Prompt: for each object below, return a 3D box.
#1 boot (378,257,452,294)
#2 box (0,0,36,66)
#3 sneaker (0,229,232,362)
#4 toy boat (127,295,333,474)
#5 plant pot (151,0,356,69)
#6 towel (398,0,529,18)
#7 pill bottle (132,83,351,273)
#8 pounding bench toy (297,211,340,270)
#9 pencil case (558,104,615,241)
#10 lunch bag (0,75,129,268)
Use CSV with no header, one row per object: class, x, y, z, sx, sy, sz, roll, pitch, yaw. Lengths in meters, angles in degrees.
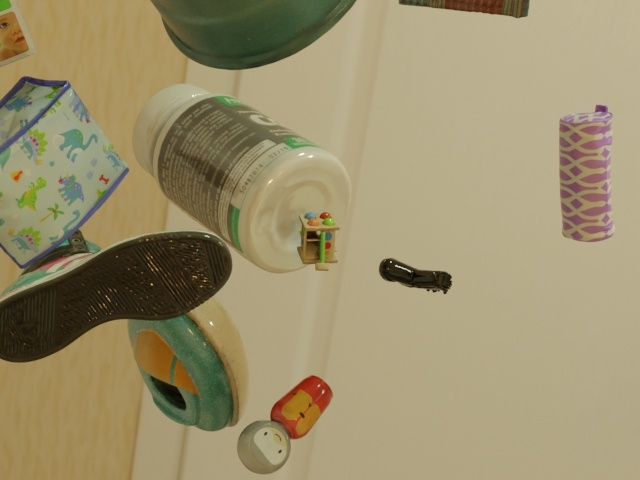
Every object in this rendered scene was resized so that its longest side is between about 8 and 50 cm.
boot,0.180,0.066,2.040,0.099,0.045,0.121,5,-15,42
box,-0.467,-0.261,1.131,0.262,0.231,0.127,-25,27,-18
sneaker,-0.249,0.043,1.325,0.295,0.124,0.178,-18,20,0
toy boat,-0.142,0.186,1.452,0.318,0.267,0.148,25,53,32
plant pot,-0.141,-0.444,1.369,0.341,0.341,0.334,17,-15,32
towel,0.266,-0.605,2.029,0.271,0.370,0.040,12,30,24
pill bottle,-0.136,-0.111,1.736,0.204,0.204,0.361,-1,26,-43
pounding bench toy,0.000,0.000,1.579,0.052,0.065,0.083,-1,24,-12
pencil case,0.412,-0.097,1.682,0.088,0.206,0.086,-19,24,-32
lunch bag,-0.286,-0.066,1.089,0.096,0.151,0.129,9,-35,39
